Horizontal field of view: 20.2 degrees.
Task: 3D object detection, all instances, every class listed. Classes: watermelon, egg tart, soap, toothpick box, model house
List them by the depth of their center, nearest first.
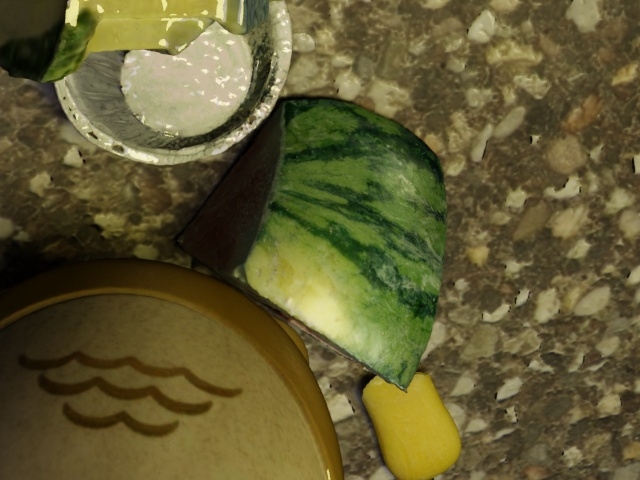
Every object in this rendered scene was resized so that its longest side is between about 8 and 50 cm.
[{"bbox_3d":[-0.153,-0.305,1.498,0.266,0.261,0.321,-5,106,-33],"label":"model house"},{"bbox_3d":[-0.178,0.228,1.596,0.409,0.425,0.408,1,125,2],"label":"toothpick box"},{"bbox_3d":[-0.130,-0.167,1.650,0.234,0.094,0.234,-10,120,-17],"label":"egg tart"},{"bbox_3d":[0.000,0.000,1.775,0.213,0.201,0.261,31,61,-30],"label":"watermelon"},{"bbox_3d":[0.100,0.195,1.955,0.089,0.033,0.168,-25,122,-9],"label":"soap"}]
